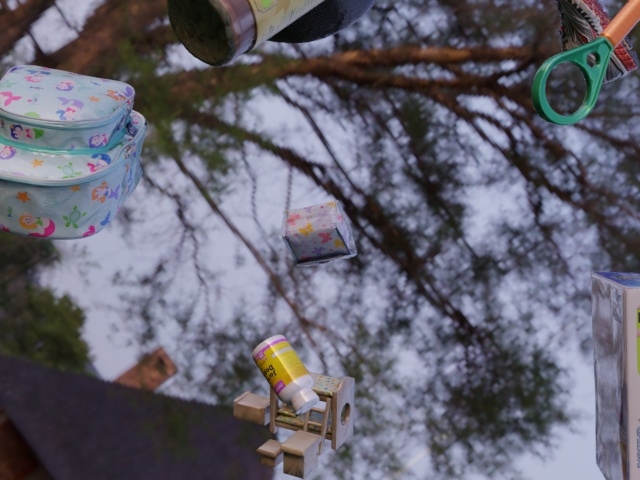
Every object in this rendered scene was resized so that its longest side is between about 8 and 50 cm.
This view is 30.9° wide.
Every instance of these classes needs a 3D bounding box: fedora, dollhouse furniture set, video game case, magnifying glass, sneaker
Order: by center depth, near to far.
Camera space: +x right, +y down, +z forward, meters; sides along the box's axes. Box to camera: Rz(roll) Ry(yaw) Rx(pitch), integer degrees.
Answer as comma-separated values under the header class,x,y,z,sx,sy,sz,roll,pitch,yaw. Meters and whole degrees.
class,x,y,z,sx,sy,sz,roll,pitch,yaw
video game case,0.358,0.164,1.323,0.269,0.061,0.244,-18,107,-84
magnifying glass,0.369,-0.249,1.557,0.092,0.231,0.026,46,-11,-20
dollhouse furniture set,-0.067,0.242,1.650,0.182,0.161,0.101,10,-70,25
fedora,-0.032,-0.403,1.813,0.334,0.334,0.152,34,-30,52
sneaker,0.411,-0.340,1.847,0.225,0.093,0.088,49,28,-15

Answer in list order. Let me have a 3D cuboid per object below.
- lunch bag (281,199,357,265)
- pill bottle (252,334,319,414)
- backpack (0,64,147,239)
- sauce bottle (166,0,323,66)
class,x,y,z,sx,sy,sz,roll,pitch,yaw
lunch bag,0.000,0.000,1.351,0.083,0.071,0.053,65,20,-50
pill bottle,-0.036,0.147,1.257,0.083,0.043,0.043,54,-14,22
backpack,-0.360,-0.115,1.561,0.225,0.253,0.191,11,-54,4
sauce bottle,-0.019,-0.320,1.297,0.111,0.344,0.111,31,-36,25
